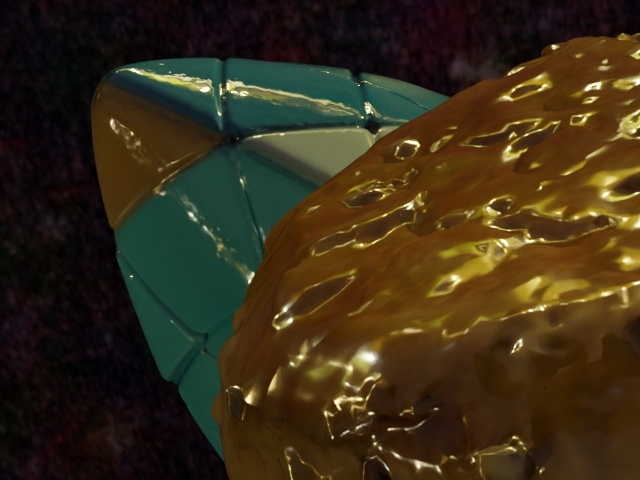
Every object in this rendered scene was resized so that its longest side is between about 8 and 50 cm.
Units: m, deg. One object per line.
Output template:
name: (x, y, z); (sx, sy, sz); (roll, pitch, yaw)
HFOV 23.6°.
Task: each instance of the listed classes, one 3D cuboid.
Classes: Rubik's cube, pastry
Rubik's cube: (0.000, 0.000, 0.714); (0.254, 0.254, 0.254); (-4, 56, 6)
pastry: (0.119, 0.049, 0.495); (0.284, 0.184, 0.316); (-37, 25, -32)
